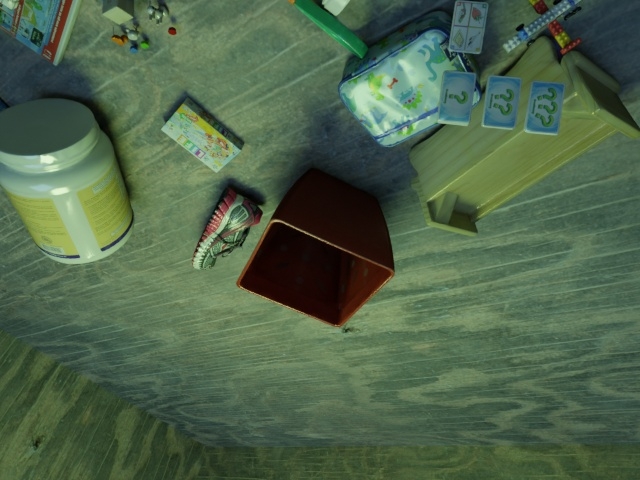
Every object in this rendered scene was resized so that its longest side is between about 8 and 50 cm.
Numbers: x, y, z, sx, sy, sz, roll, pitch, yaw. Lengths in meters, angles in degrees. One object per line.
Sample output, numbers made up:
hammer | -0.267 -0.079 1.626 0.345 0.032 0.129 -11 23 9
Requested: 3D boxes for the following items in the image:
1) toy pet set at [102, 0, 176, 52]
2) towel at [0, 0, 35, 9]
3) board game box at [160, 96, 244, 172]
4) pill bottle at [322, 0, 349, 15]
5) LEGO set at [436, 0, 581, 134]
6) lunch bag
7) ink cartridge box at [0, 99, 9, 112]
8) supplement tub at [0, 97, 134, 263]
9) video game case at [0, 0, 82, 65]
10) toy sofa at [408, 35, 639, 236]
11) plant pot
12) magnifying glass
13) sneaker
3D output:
toy pet set | -0.342 -0.413 0.818 0.122 0.065 0.114 -7 169 28
towel | -0.533 -0.535 0.658 0.284 0.121 0.235 36 127 -24
board game box | -0.262 -0.230 1.004 0.154 0.026 0.103 38 134 -25
pill bottle | -0.035 -0.431 0.641 0.216 0.121 0.121 33 136 -19
LEGO set | 0.279 -0.287 0.651 0.183 0.060 0.244 8 94 6
lunch bag | 0.158 -0.271 0.790 0.219 0.090 0.176 -18 132 34
ink cartridge box | -0.888 -0.326 1.005 0.223 0.128 0.307 -9 134 25
supplement tub | -0.589 -0.130 1.050 0.241 0.240 0.331 12 139 3
video game case | -0.591 -0.485 0.819 0.285 0.025 0.204 35 135 -21
toy sofa | 0.343 -0.171 0.825 0.150 0.177 0.362 10 146 -34
plant pot | 0.000 0.000 1.025 0.267 0.235 0.267 24 137 -10
magnifying glass | -0.018 -0.377 0.737 0.231 0.092 0.026 37 106 -8
sneaker | -0.255 -0.004 1.185 0.112 0.120 0.299 26 138 -15
